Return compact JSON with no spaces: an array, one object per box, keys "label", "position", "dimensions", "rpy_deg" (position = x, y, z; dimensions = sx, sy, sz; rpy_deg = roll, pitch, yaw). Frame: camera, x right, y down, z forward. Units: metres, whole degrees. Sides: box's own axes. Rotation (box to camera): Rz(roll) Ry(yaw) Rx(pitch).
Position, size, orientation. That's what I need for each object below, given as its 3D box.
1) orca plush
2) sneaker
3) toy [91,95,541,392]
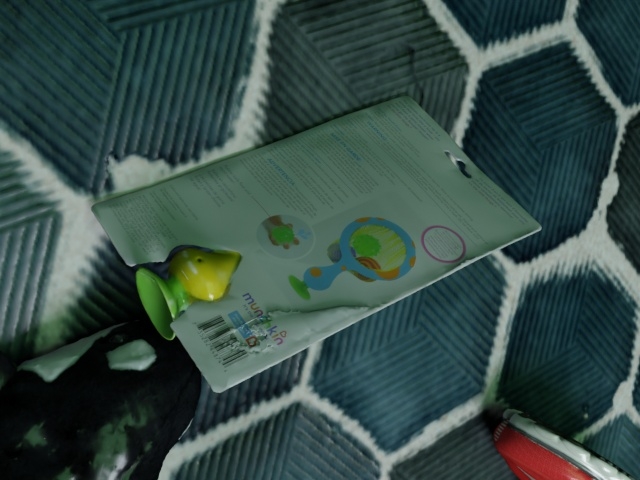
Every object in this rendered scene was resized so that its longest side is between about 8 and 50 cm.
[{"label":"orca plush","position":[-0.164,0.142,0.440],"dimensions":[0.287,0.102,0.151],"rpy_deg":[-24,109,-29]},{"label":"sneaker","position":[0.207,0.248,0.711],"dimensions":[0.118,0.107,0.279],"rpy_deg":[-42,115,-12]},{"label":"toy","position":[0.000,0.000,0.544],"dimensions":[0.237,0.137,0.056],"rpy_deg":[-22,148,-32]}]
